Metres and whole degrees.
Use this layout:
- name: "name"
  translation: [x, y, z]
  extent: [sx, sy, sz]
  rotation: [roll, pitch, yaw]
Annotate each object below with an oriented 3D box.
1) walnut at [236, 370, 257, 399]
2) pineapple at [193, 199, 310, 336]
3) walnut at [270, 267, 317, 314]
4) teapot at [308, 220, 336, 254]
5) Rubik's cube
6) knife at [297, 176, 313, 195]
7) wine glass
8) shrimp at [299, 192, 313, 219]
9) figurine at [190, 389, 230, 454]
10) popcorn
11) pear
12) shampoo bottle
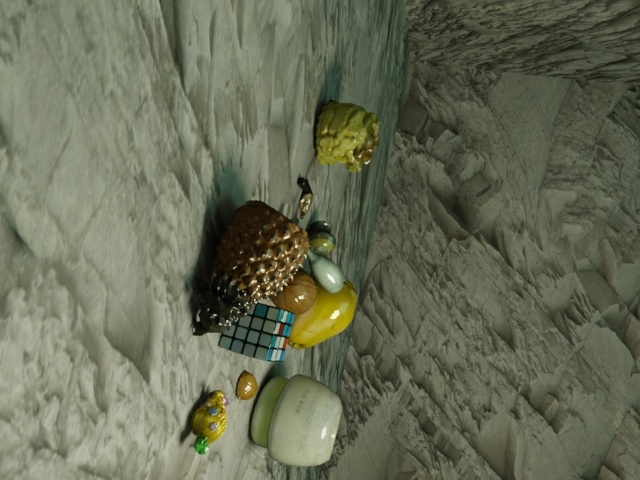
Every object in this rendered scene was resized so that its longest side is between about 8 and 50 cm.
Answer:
- name: "walnut"
  translation: [-0.237, 0.487, 1.486]
  extent: [0.121, 0.052, 0.091]
  rotation: [84, 20, -54]
- name: "pineapple"
  translation: [-0.194, 0.090, 1.098]
  extent: [0.357, 0.222, 0.223]
  rotation: [-55, 159, -16]
- name: "walnut"
  translation: [-0.095, 0.176, 1.565]
  extent: [0.207, 0.167, 0.167]
  rotation: [49, 54, -70]
- name: "teapot"
  translation: [-0.007, -0.003, 1.868]
  extent: [0.166, 0.130, 0.119]
  rotation: [-46, -147, 50]
- name: "Rubik's cube"
  translation: [-0.182, 0.263, 1.313]
  extent: [0.151, 0.155, 0.154]
  rotation: [52, 50, -71]
- name: "knife"
  translation: [-0.049, -0.202, 1.716]
  extent: [0.230, 0.028, 0.060]
  rotation: [51, 40, -73]
- name: "wine glass"
  translation: [0.000, 0.000, 1.617]
  extent: [0.309, 0.096, 0.264]
  rotation: [49, 44, -30]
- name: "shrimp"
  translation: [-0.063, -0.132, 1.703]
  extent: [0.059, 0.023, 0.108]
  rotation: [12, 106, -51]
- name: "figurine"
  translation: [-0.292, 0.472, 1.180]
  extent: [0.156, 0.094, 0.115]
  rotation: [-66, 173, -51]
- name: "popcorn"
  translation: [0.104, -0.395, 1.713]
  extent: [0.293, 0.237, 0.293]
  rotation: [11, 90, -71]
- name: "pear"
  translation: [-0.003, 0.282, 1.771]
  extent: [0.285, 0.284, 0.336]
  rotation: [10, 97, -75]
- name: "shampoo bottle"
  translation: [-0.081, 0.681, 1.700]
  extent: [0.322, 0.317, 0.323]
  rotation: [10, 90, -74]
